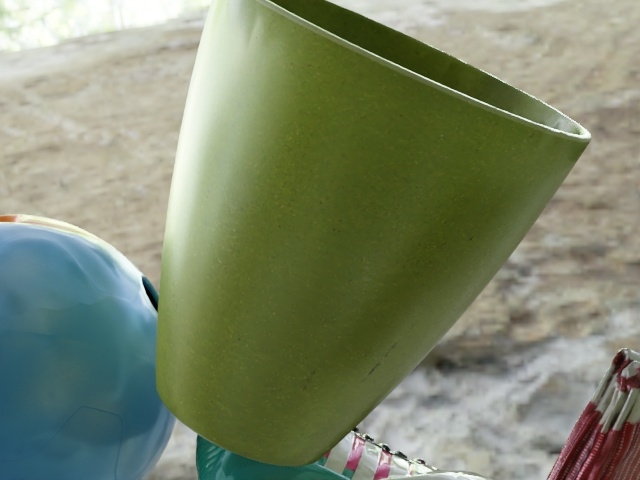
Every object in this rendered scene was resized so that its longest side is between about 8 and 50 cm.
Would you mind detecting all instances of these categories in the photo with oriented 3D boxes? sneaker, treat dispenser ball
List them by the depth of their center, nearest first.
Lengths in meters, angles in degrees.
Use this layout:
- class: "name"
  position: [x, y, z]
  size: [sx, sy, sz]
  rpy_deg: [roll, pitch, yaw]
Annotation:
- class: "sneaker"
  position: [0.017, 0.181, 1.059]
  size: [0.295, 0.124, 0.178]
  rpy_deg: [9, -141, -34]
- class: "treat dispenser ball"
  position: [-0.266, 0.121, 1.091]
  size: [0.288, 0.288, 0.288]
  rpy_deg: [-5, -153, 3]

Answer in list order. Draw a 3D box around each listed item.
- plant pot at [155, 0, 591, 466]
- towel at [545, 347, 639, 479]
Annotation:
- class: "plant pot"
  position: [0.000, 0.000, 0.881]
  size: [0.274, 0.294, 0.275]
  rpy_deg: [23, -166, -6]
- class: "towel"
  position: [0.188, 0.247, 0.796]
  size: [0.237, 0.329, 0.037]
  rpy_deg: [24, -177, -42]
